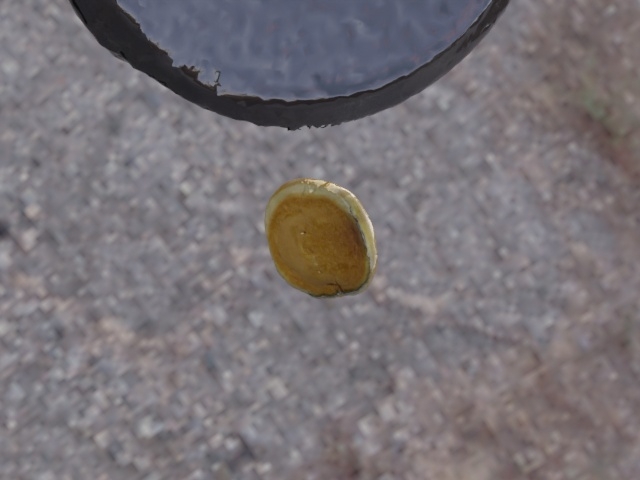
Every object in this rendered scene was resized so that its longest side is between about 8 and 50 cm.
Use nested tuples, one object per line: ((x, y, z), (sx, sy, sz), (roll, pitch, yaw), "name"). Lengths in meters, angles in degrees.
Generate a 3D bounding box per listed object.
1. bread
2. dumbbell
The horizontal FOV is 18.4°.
((0.000, 0.000, 1.584), (0.110, 0.110, 0.024), (55, 39, 2), "bread")
((-0.040, -0.182, 0.892), (0.204, 0.203, 0.322), (39, 5, -20), "dumbbell")
